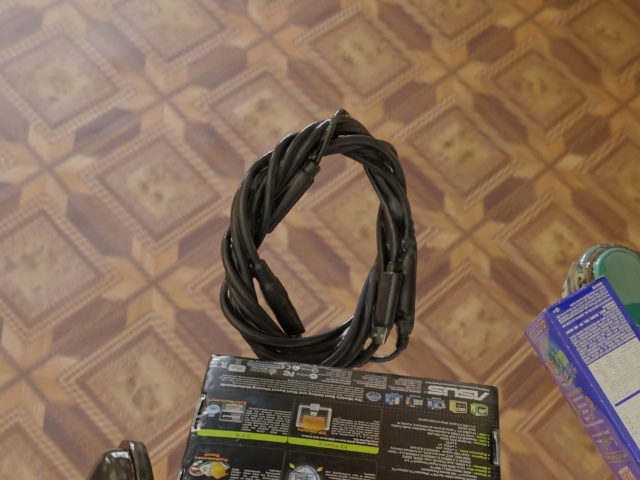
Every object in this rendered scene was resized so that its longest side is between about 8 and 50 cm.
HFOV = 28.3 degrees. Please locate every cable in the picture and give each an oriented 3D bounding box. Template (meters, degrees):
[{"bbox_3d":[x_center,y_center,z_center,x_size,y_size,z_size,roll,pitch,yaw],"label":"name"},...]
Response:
[{"bbox_3d":[0.000,0.000,0.885,0.150,0.047,0.185,2,91,-26],"label":"cable"}]

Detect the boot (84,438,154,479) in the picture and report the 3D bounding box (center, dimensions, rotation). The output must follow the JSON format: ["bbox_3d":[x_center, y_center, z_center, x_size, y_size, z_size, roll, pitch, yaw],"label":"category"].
[{"bbox_3d":[-0.237,0.216,0.759,0.229,0.263,0.091,21,10,-26],"label":"boot"}]

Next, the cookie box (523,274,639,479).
[{"bbox_3d":[0.157,0.079,0.678,0.040,0.092,0.107,-30,79,-3],"label":"cookie box"}]

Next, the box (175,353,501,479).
[{"bbox_3d":[0.012,0.146,0.750,0.190,0.045,0.184,6,36,2],"label":"box"}]

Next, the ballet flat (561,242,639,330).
[{"bbox_3d":[0.198,0.038,0.846,0.188,0.070,0.070,3,53,-52],"label":"ballet flat"}]
